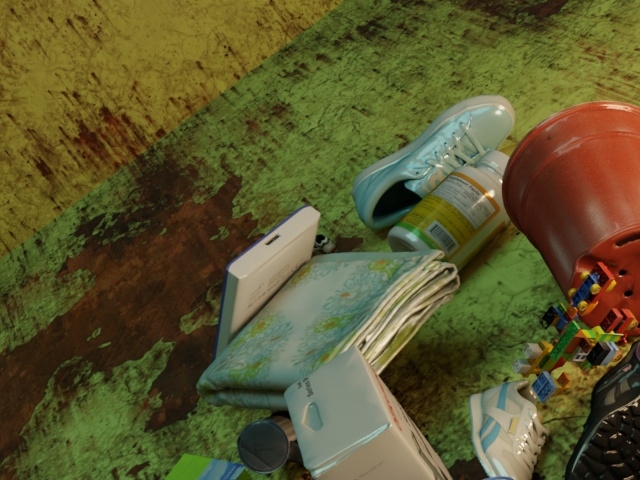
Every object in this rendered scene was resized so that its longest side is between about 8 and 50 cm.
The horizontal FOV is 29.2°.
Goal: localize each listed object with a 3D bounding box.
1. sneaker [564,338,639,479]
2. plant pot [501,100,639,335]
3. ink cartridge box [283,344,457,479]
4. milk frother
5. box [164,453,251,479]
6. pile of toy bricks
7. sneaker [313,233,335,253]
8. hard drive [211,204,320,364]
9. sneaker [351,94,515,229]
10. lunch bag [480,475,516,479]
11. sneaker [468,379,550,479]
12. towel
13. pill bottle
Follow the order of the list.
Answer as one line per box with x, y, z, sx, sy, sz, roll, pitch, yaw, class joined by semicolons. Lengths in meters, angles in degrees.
0.394;0.229;1.588;0.283;0.107;0.124;-44;12;-25;sneaker
0.424;-0.019;1.786;0.272;0.272;0.265;-29;35;14;plant pot
0.091;0.307;1.573;0.121;0.289;0.211;-34;26;4;ink cartridge box
-0.052;0.282;1.925;0.129;0.143;0.135;-6;-2;14;milk frother
-0.195;0.412;2.029;0.178;0.042;0.109;-3;42;49;box
0.368;0.137;1.672;0.212;0.105;0.118;-60;41;32;pile of toy bricks
0.000;0.000;2.500;0.032;0.037;0.083;-46;26;-17;sneaker
-0.099;0.105;2.130;0.040;0.319;0.210;35;51;20;hard drive
0.227;-0.132;2.363;0.366;0.135;0.150;-36;32;20;sneaker
0.126;0.384;1.343;0.303;0.115;0.243;-20;23;-1;lunch bag
0.261;0.270;1.667;0.092;0.087;0.229;-26;29;15;sneaker
0.006;0.136;1.928;0.320;0.090;0.374;-43;21;-32;towel
0.247;-0.043;2.155;0.245;0.136;0.136;-43;26;-15;pill bottle
